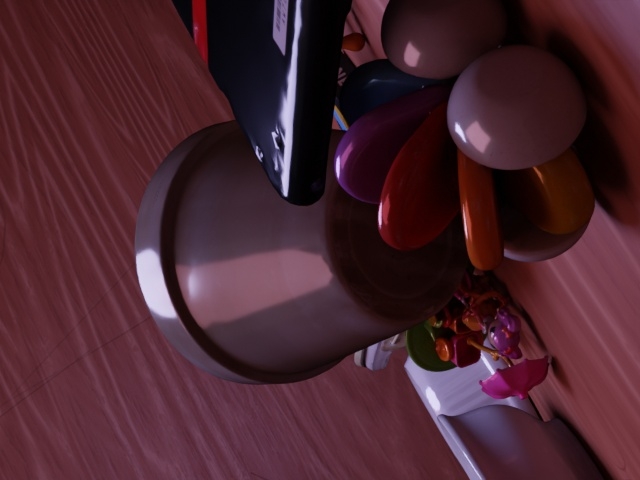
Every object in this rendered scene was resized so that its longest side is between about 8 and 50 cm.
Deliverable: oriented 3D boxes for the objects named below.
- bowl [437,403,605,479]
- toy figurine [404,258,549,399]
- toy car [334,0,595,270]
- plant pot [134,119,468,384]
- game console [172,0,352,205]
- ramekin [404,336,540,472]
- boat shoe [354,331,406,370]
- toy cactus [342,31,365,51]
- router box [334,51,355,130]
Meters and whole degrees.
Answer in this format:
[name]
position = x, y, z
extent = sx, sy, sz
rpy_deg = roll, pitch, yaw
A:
[bowl]
position = 0.278, 0.317, 1.242
extent = 0.297, 0.134, 0.298
rpy_deg = 60, 178, 3
[toy figurine]
position = 0.191, 0.104, 1.119
extent = 0.159, 0.130, 0.173
rpy_deg = 35, 134, 54
[toy car]
position = 0.077, -0.059, 0.605
extent = 0.182, 0.136, 0.159
rpy_deg = 59, 178, 35
[plant pot]
position = 0.000, 0.000, 1.094
extent = 0.280, 0.323, 0.323
rpy_deg = -10, 114, 54
[game console]
position = -0.057, -0.255, 0.605
extent = 0.342, 0.060, 0.386
rpy_deg = 60, 161, 29
[ramekin]
position = 0.235, 0.251, 1.521
extent = 0.272, 0.127, 0.273
rpy_deg = 60, 178, 3
[boat shoe]
position = 0.117, 0.118, 1.494
extent = 0.302, 0.103, 0.113
rpy_deg = 95, -169, -58
[toy cactus]
position = -0.027, -0.278, 1.059
extent = 0.219, 0.112, 0.180
rpy_deg = 57, -159, -66
[router box]
position = 0.061, -0.141, 1.265
extent = 0.179, 0.046, 0.133
rpy_deg = 59, 178, 39
